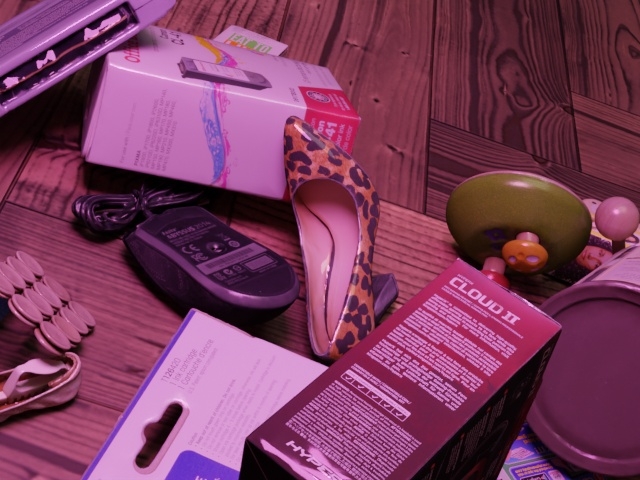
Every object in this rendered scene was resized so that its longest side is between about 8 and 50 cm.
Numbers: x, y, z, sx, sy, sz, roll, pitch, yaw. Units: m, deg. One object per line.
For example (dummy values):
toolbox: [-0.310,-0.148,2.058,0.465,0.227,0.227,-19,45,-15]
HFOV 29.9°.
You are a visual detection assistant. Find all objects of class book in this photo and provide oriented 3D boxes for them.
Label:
book: [-0.120,-0.257,1.719,0.096,0.035,0.144,25,38,8]

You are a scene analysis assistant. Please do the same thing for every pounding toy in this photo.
pounding toy: [0.263,0.016,1.475,0.237,0.183,0.110,9,57,14]

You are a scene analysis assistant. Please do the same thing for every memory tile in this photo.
memory tile: [-0.275,0.060,1.176,0.113,0.012,0.148,44,6,-4]

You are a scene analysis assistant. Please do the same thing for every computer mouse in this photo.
computer mouse: [-0.134,0.022,1.337,0.188,0.072,0.272,-17,42,-43]

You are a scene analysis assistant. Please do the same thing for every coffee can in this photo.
coffee can: [0.349,0.118,1.311,0.201,0.201,0.275,37,24,17]

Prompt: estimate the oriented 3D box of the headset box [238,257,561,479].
headset box: [0.065,0.169,0.963,0.110,0.218,0.293,35,50,23]

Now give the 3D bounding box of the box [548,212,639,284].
box: [0.406,0.036,1.576,0.232,0.087,0.058,21,33,9]

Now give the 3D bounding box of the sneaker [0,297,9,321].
sneaker: [-0.410,0.021,1.168,0.229,0.087,0.092,18,29,-14]

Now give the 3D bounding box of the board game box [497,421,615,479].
board game box: [0.149,0.240,1.233,0.317,0.046,0.213,-4,46,-33]

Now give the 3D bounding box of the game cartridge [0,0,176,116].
game cartridge: [-0.323,-0.232,1.400,0.294,0.060,0.196,-34,32,-14]

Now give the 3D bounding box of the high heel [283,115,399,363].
high heel: [0.000,0.000,1.323,0.261,0.093,0.186,64,31,-13]

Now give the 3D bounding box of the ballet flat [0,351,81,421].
ballet flat: [-0.297,0.138,1.109,0.168,0.052,0.057,-17,53,-41]

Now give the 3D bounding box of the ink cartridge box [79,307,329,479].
ink cartridge box: [-0.044,0.234,1.074,0.307,0.072,0.303,21,46,10]

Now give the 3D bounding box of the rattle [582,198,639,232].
rattle: [0.407,-0.041,1.653,0.130,0.142,0.199,-29,65,-26]

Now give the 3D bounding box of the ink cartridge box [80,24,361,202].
ink cartridge box: [-0.127,-0.158,1.468,0.306,0.131,0.226,12,22,-17]
